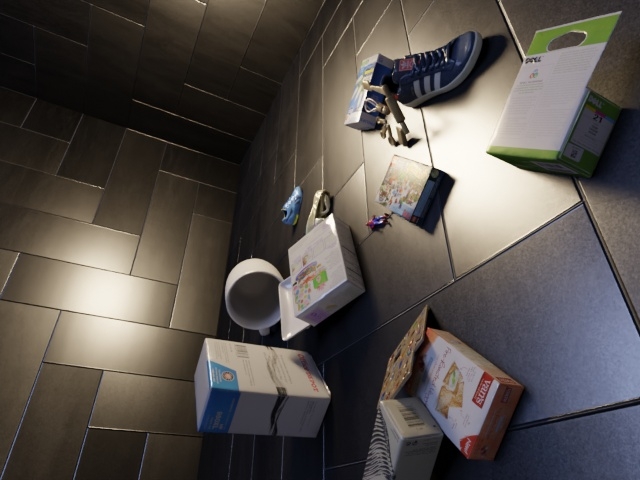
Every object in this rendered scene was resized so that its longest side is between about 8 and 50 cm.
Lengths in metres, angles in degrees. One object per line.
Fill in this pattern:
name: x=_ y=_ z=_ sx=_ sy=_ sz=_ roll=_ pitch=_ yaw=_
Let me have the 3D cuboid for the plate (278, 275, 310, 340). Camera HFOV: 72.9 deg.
plate: x=-0.035 y=0.205 z=1.597 sx=0.278 sy=0.045 sz=0.277 roll=-34 pitch=39 yaw=21

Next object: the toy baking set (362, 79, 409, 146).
toy baking set: x=0.200 y=-0.407 z=1.382 sx=0.256 sy=0.030 sz=0.197 roll=64 pitch=167 yaw=-6

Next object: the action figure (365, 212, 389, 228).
action figure: x=0.179 y=-0.062 z=1.401 sx=0.115 sy=0.030 sz=0.038 roll=154 pitch=123 yaw=-64

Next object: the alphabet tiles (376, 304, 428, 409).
alphabet tiles: x=0.192 y=0.279 z=1.009 sx=0.198 sy=0.009 sz=0.237 roll=-63 pitch=-6 yaw=26

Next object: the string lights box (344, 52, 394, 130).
string lights box: x=0.184 y=-0.559 z=1.653 sx=0.133 sy=0.077 sz=0.259 roll=23 pitch=97 yaw=66

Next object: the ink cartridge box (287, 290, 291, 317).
ink cartridge box: x=-0.088 y=0.273 z=1.708 sx=0.135 sy=0.099 sz=0.056 roll=-99 pitch=30 yaw=-47

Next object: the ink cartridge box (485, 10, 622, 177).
ink cartridge box: x=0.450 y=-0.262 z=0.808 sx=0.255 sy=0.097 sz=0.189 roll=-69 pitch=22 yaw=8

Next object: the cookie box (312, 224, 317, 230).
cookie box: x=0.000 y=0.000 z=1.696 sx=0.107 sy=0.092 sz=0.040 roll=-60 pitch=29 yaw=29

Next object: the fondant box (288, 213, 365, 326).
fondant box: x=0.010 y=0.097 z=1.512 sx=0.238 sy=0.096 sz=0.330 roll=-39 pitch=36 yaw=24

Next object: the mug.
mug: x=-0.299 y=0.270 z=2.045 sx=0.328 sy=0.276 sz=0.374 roll=-135 pitch=33 yaw=-71

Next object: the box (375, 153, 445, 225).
box: x=0.252 y=-0.155 z=1.266 sx=0.159 sy=0.044 sz=0.233 roll=-69 pitch=23 yaw=12

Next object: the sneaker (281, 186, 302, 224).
sneaker: x=-0.145 y=-0.181 z=2.174 sx=0.069 sy=0.082 sz=0.209 roll=156 pitch=128 yaw=-64

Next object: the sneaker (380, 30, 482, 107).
sneaker: x=0.298 y=-0.496 z=1.248 sx=0.350 sy=0.148 sz=0.131 roll=-21 pitch=57 yaw=63

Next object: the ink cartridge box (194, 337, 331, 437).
ink cartridge box: x=-0.202 y=0.491 z=1.450 sx=0.285 sy=0.395 sz=0.166 roll=-132 pitch=58 yaw=-65

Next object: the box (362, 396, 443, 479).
box: x=0.162 y=0.475 z=0.911 sx=0.113 sy=0.094 sz=0.275 roll=-128 pitch=43 yaw=-63

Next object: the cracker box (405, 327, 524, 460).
cracker box: x=0.277 y=0.299 z=0.876 sx=0.232 sy=0.067 sz=0.155 roll=35 pitch=108 yaw=66

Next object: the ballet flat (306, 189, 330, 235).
ballet flat: x=-0.002 y=-0.101 z=1.796 sx=0.086 sy=0.086 sz=0.248 roll=-29 pitch=48 yaw=60
